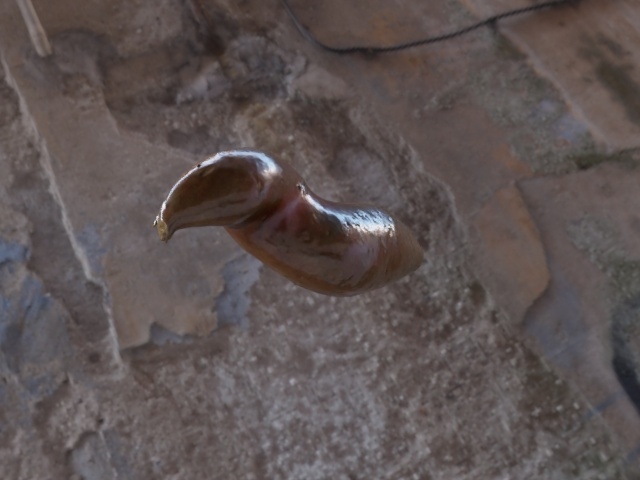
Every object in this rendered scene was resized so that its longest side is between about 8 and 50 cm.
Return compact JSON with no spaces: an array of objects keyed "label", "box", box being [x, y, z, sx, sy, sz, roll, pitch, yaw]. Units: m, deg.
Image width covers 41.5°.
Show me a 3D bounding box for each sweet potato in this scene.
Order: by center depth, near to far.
[{"label":"sweet potato","box":[0.001,-0.002,0.435,0.202,0.058,0.055,21,-82,-50]}]
